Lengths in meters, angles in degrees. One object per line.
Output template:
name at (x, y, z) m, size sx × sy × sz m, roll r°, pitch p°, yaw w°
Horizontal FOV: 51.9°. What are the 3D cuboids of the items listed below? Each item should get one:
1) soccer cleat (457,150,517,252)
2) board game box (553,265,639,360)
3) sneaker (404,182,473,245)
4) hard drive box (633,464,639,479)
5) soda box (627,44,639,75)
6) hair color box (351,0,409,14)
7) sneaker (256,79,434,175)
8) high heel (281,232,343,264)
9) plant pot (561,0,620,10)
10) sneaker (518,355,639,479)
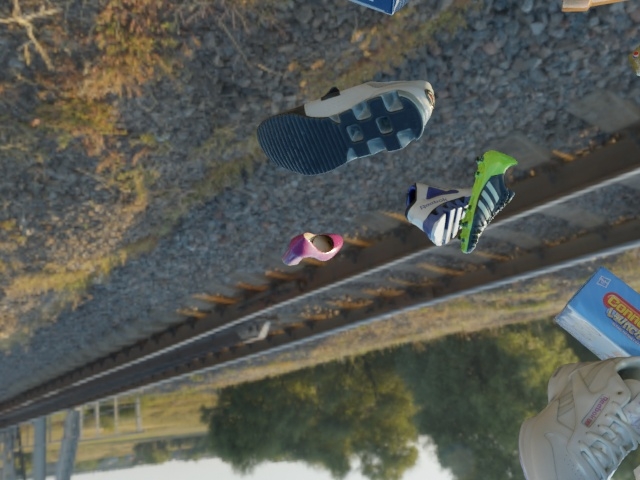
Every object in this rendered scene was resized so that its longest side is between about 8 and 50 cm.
soccer cleat at (0.281, -0.060, 1.103) m, size 0.072 × 0.179 × 0.060 m, roll 13°, pitch -170°, yaw -4°
board game box at (0.564, 0.196, 1.138) m, size 0.086 × 0.308 × 0.302 m, roll -48°, pitch 161°, yaw 1°
sneaker at (0.341, -0.107, 1.810) m, size 0.315 × 0.182 × 0.127 m, roll -23°, pitch 133°, yaw -40°
hard drive box at (0.496, 0.310, 0.804) m, size 0.181 × 0.089 × 0.232 m, roll -53°, pitch 171°, yaw 19°
soda box at (0.786, -0.396, 1.472) m, size 0.181 × 0.058 × 0.061 m, roll 4°, pitch 148°, yaw -21°
hair color box at (0.162, -0.572, 1.258) m, size 0.174 × 0.347 × 0.105 m, roll 30°, pitch 145°, yaw 22°
sneaker at (0.047, -0.204, 1.145) m, size 0.331 × 0.122 × 0.146 m, roll -4°, pitch -149°, yaw 31°
high heel at (0.000, 0.000, 1.877) m, size 0.244 × 0.082 × 0.117 m, roll -11°, pitch 152°, yaw -43°
plant pot at (0.675, -0.665, 1.491) m, size 0.204 × 0.290 × 0.291 m, roll 11°, pitch 169°, yaw 16°
sneaker at (0.359, 0.247, 0.870) m, size 0.152 × 0.114 × 0.305 m, roll -30°, pitch -170°, yaw 41°
